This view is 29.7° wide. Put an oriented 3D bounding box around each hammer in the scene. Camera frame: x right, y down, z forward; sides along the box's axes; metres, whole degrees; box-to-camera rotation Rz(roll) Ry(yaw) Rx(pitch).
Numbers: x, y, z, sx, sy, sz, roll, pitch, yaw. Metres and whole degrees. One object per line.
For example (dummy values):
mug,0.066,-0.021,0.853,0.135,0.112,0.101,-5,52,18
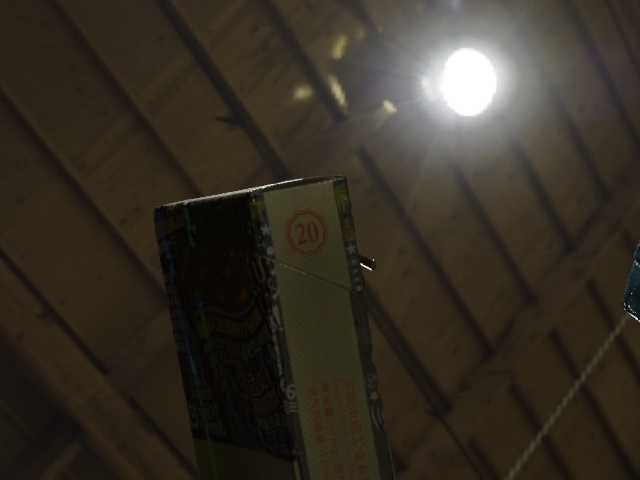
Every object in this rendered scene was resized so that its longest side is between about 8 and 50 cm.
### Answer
hammer,0.000,0.000,1.516,0.017,0.182,0.062,-46,-39,-21

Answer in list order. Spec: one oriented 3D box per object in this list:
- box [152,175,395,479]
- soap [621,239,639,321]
box,-0.036,0.113,0.936,0.084,0.198,0.310,-11,-88,-28
soap,0.507,0.025,1.397,0.293,0.077,0.156,-9,-49,-6
